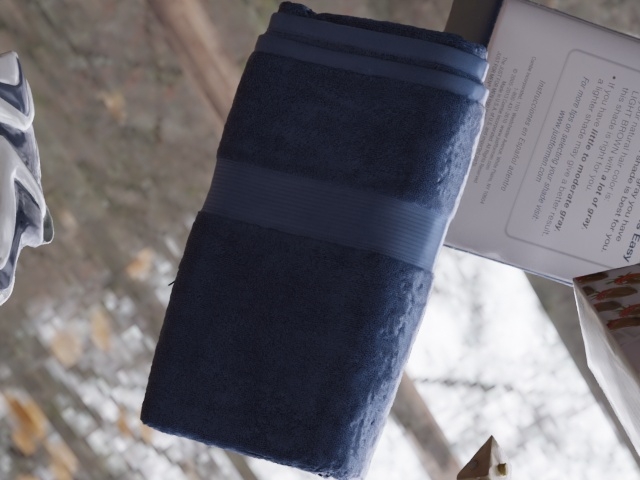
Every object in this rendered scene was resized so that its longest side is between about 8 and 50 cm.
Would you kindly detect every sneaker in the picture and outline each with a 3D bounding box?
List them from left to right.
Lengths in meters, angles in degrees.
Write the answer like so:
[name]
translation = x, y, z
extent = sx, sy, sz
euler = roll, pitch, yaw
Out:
[sneaker]
translation = -0.243, -0.004, 1.077
extent = 0.094, 0.153, 0.235
euler = -11, -166, 37

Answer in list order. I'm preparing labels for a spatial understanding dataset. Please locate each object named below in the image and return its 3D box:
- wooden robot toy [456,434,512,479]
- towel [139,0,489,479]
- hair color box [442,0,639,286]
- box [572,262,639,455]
[wooden robot toy]
translation = 0.092, 0.196, 1.063
extent = 0.079, 0.173, 0.076
euler = -13, -165, 24
[towel]
translation = 0.000, 0.000, 0.483
extent = 0.067, 0.029, 0.119
euler = 15, -98, 23
[hair color box]
translation = 0.238, -0.044, 1.303
extent = 0.105, 0.347, 0.174
euler = -135, -117, -72
[box]
translation = 0.193, 0.074, 1.013
extent = 0.063, 0.067, 0.324
euler = -13, -171, 2
